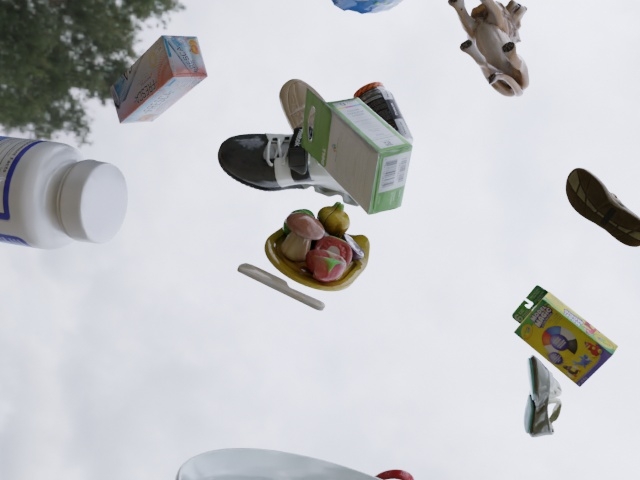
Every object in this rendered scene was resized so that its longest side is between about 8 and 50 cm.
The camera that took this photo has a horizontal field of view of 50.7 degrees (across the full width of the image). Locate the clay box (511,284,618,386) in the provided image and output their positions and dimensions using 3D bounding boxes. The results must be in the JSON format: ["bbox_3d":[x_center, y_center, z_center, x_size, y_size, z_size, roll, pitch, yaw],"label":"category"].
[{"bbox_3d":[0.553,0.219,1.566,0.222,0.053,0.127,40,-50,18],"label":"clay box"}]

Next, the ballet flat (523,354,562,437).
[{"bbox_3d":[0.431,0.298,1.302,0.072,0.068,0.213,-85,168,-54],"label":"ballet flat"}]

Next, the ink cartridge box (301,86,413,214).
[{"bbox_3d":[0.049,-0.144,1.025,0.209,0.062,0.109,49,-35,41],"label":"ink cartridge box"}]

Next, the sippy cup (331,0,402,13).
[{"bbox_3d":[0.083,-0.393,0.788,0.224,0.305,0.240,-34,-147,57],"label":"sippy cup"}]

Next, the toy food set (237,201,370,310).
[{"bbox_3d":[0.000,0.000,0.876,0.128,0.218,0.071,29,-63,10],"label":"toy food set"}]

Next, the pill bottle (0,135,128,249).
[{"bbox_3d":[-0.418,-0.069,0.952,0.272,0.152,0.152,8,-83,15],"label":"pill bottle"}]

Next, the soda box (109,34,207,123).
[{"bbox_3d":[-0.238,-0.230,0.979,0.183,0.058,0.063,-20,-95,48],"label":"soda box"}]

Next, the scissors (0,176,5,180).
[{"bbox_3d":[-0.536,-0.086,0.785,0.109,0.297,0.021,36,-55,48],"label":"scissors"}]

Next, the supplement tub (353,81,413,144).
[{"bbox_3d":[0.165,-0.326,1.830,0.117,0.117,0.190,-37,-110,47],"label":"supplement tub"}]

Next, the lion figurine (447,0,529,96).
[{"bbox_3d":[0.408,-0.435,1.554,0.142,0.240,0.392,-18,-128,29],"label":"lion figurine"}]

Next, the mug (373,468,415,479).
[{"bbox_3d":[0.124,0.489,1.227,0.169,0.113,0.150,-9,-103,23],"label":"mug"}]

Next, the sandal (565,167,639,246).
[{"bbox_3d":[0.520,-0.060,1.225,0.180,0.049,0.072,45,-52,19],"label":"sandal"}]

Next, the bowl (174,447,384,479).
[{"bbox_3d":[0.000,0.303,0.601,0.298,0.298,0.134,12,-95,53],"label":"bowl"}]

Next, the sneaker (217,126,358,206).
[{"bbox_3d":[-0.018,-0.159,1.231,0.146,0.330,0.122,119,-25,-61],"label":"sneaker"}]

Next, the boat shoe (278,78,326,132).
[{"bbox_3d":[-0.002,-0.206,1.428,0.285,0.103,0.092,52,-21,-14],"label":"boat shoe"}]
